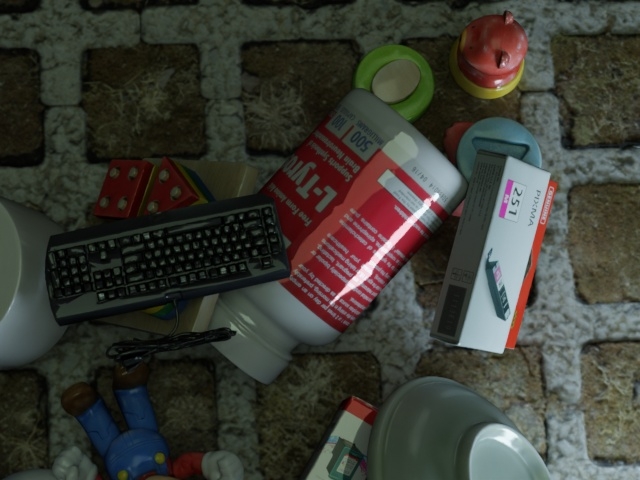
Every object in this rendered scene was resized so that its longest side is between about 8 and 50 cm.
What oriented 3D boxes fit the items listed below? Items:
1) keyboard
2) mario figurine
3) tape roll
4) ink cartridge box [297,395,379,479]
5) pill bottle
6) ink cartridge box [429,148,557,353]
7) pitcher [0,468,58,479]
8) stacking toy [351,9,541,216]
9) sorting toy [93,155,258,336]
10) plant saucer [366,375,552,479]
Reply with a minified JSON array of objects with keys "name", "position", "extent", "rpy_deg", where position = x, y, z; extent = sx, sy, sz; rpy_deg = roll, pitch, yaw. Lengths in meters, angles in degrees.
[{"name":"keyboard","position":[-0.197,0.060,1.706],"extent":[0.317,0.033,0.201],"rpy_deg":[-12,84,-6]},{"name":"mario figurine","position":[-0.239,0.311,1.787],"extent":[0.198,0.170,0.320],"rpy_deg":[-42,63,18]},{"name":"tape roll","position":[-0.482,0.054,1.804],"extent":[0.246,0.169,0.246],"rpy_deg":[-4,77,17]},{"name":"ink cartridge box","position":[0.038,0.304,1.867],"extent":[0.078,0.134,0.231],"rpy_deg":[30,78,0]},{"name":"pill bottle","position":[0.000,0.000,1.850],"extent":[0.229,0.229,0.407],"rpy_deg":[42,92,2]},{"name":"ink cartridge box","position":[0.275,0.027,1.873],"extent":[0.060,0.239,0.275],"rpy_deg":[15,91,40]},{"name":"pitcher","position":[-0.449,0.382,1.792],"extent":[0.207,0.177,0.125],"rpy_deg":[-20,46,-6]},{"name":"stacking toy","position":[0.198,-0.197,1.969],"extent":[0.280,0.130,0.309],"rpy_deg":[-3,80,-6]},{"name":"sorting toy","position":[-0.237,-0.004,1.832],"extent":[0.089,0.255,0.257],"rpy_deg":[27,76,-41]},{"name":"plant saucer","position":[0.230,0.363,1.767],"extent":[0.400,0.100,0.400],"rpy_deg":[29,46,-35]}]
